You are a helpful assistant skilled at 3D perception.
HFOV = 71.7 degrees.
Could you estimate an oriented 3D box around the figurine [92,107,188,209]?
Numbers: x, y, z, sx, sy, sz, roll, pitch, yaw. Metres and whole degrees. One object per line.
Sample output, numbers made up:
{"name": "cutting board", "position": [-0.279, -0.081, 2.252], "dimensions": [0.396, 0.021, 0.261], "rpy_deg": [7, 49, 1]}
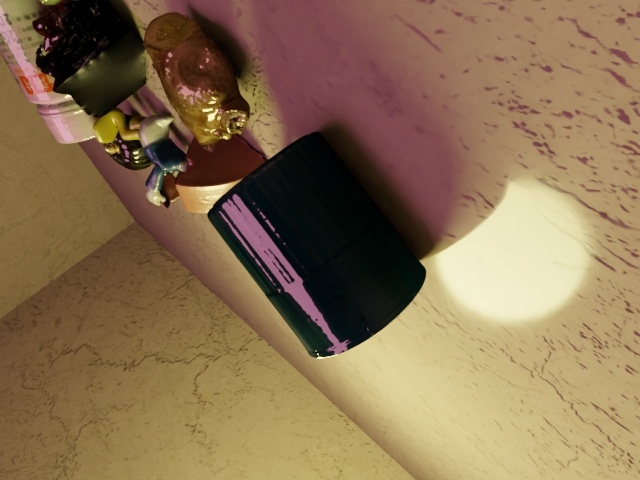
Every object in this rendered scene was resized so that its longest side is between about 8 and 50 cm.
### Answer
{"name": "figurine", "position": [-0.430, -0.204, 1.248], "dimensions": [0.339, 0.205, 0.283], "rpy_deg": [22, 123, 24]}

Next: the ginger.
{"name": "ginger", "position": [-0.207, -0.260, 0.815], "dimensions": [0.219, 0.123, 0.270], "rpy_deg": [42, 168, 22]}

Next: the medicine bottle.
{"name": "medicine bottle", "position": [-0.716, -0.477, 1.195], "dimensions": [0.219, 0.219, 0.388], "rpy_deg": [29, 142, 40]}

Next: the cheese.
{"name": "cheese", "position": [-0.239, -0.148, 0.981], "dimensions": [0.203, 0.177, 0.128], "rpy_deg": [41, 158, 15]}

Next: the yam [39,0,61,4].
{"name": "yam", "position": [-0.560, -0.604, 0.832], "dimensions": [0.268, 0.161, 0.161], "rpy_deg": [54, 158, -12]}

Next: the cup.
{"name": "cup", "position": [0.001, -0.012, 0.752], "dimensions": [0.242, 0.308, 0.292], "rpy_deg": [-31, 101, 36]}

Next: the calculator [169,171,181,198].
{"name": "calculator", "position": [-0.468, -0.212, 1.496], "dimensions": [0.188, 0.042, 0.302], "rpy_deg": [46, 158, 1]}

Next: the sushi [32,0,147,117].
{"name": "sushi", "position": [-0.542, -0.452, 1.041], "dimensions": [0.212, 0.216, 0.227], "rpy_deg": [54, 179, -3]}

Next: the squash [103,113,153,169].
{"name": "squash", "position": [-0.634, -0.323, 1.473], "dimensions": [0.193, 0.155, 0.193], "rpy_deg": [16, 148, 10]}
